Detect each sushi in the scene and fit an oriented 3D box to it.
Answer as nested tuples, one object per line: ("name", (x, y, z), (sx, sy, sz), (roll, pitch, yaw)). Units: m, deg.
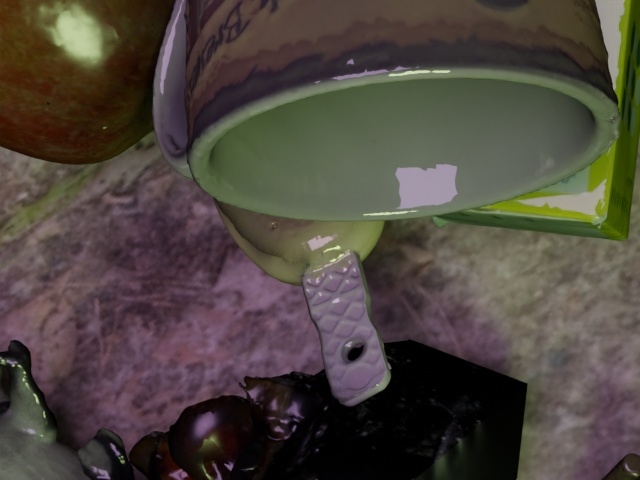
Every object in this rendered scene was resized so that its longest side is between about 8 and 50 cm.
("sushi", (-0.018, 0.188, 1.164), (0.212, 0.215, 0.227), (21, 113, 23))

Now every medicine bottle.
("medicine bottle", (0.130, -0.129, 1.158), (0.141, 0.137, 0.250), (7, 88, 19))

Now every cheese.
("cheese", (0.000, 0.000, 1.174), (0.127, 0.054, 0.251), (-28, 47, 14))

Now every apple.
("apple", (-0.168, -0.178, 1.200), (0.257, 0.257, 0.234), (-44, 80, 10))

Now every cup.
("cup", (0.010, -0.148, 1.047), (0.301, 0.227, 0.257), (-24, 62, 45))

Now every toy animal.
("toy animal", (-0.190, 0.150, 1.254), (0.094, 0.121, 0.225), (-41, 73, -19))

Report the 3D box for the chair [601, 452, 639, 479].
("chair", (0.216, 0.267, 1.084), (0.272, 0.166, 0.188), (37, 97, 17))
